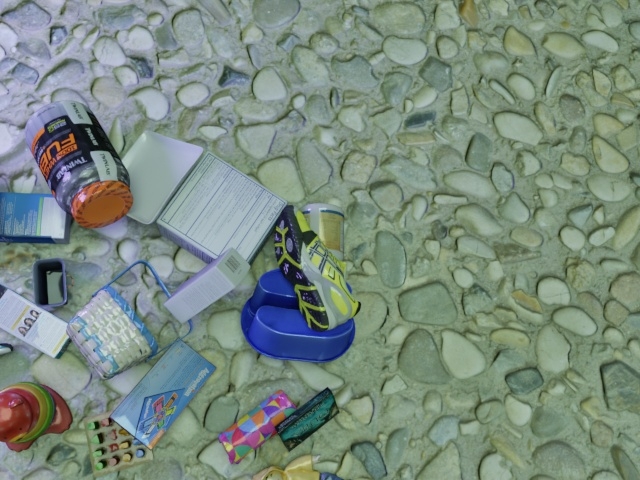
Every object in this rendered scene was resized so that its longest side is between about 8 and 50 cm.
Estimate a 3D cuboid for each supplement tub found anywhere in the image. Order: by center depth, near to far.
[{"bbox_3d":[-0.670,-0.210,1.744,0.207,0.207,0.338,-29,66,-16],"label":"supplement tub"},{"bbox_3d":[0.000,0.000,1.885,0.144,0.144,0.200,4,76,-9],"label":"supplement tub"}]

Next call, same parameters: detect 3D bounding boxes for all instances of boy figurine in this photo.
[{"bbox_3d":[-0.045,0.680,1.738,0.285,0.092,0.177,19,76,-9],"label":"boy figurine"}]

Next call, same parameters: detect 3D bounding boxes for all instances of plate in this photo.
[{"bbox_3d":[-0.501,-0.184,1.834,0.277,0.045,0.278,21,69,33],"label":"plate"}]

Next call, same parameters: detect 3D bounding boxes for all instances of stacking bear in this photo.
[{"bbox_3d":[-0.757,0.437,1.563,0.175,0.289,0.164,-23,81,-15],"label":"stacking bear"}]

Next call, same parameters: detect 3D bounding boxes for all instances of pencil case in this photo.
[{"bbox_3d":[-0.175,0.523,1.751,0.236,0.104,0.104,-34,84,-14],"label":"pencil case"}]

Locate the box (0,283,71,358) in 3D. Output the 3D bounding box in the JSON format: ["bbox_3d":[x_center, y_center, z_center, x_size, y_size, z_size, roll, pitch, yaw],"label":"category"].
[{"bbox_3d":[-0.807,0.225,1.726,0.244,0.060,0.101,31,73,-2],"label":"box"}]

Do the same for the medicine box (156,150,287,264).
[{"bbox_3d":[-0.289,-0.067,1.847,0.289,0.149,0.263,33,73,-2],"label":"medicine box"}]

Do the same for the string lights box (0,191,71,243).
[{"bbox_3d":[-0.856,-0.064,1.780,0.259,0.077,0.133,2,76,-10],"label":"string lights box"}]

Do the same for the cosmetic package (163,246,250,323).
[{"bbox_3d":[-0.313,0.126,1.718,0.085,0.231,0.117,49,31,-10],"label":"cosmetic package"}]

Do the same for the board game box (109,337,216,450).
[{"bbox_3d":[-0.432,0.420,1.730,0.145,0.027,0.281,38,59,2],"label":"board game box"}]

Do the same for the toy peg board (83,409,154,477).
[{"bbox_3d":[-0.549,0.540,1.686,0.160,0.079,0.161,-13,79,-13],"label":"toy peg board"}]

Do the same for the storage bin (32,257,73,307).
[{"bbox_3d":[-0.742,0.124,1.747,0.098,0.091,0.135,-7,78,-12],"label":"storage bin"}]

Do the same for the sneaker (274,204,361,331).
[{"bbox_3d":[-0.017,0.071,1.747,0.147,0.145,0.385,-9,65,-30],"label":"sneaker"}]

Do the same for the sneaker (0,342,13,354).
[{"bbox_3d":[-0.922,0.332,1.682,0.190,0.071,0.083,-17,86,-5],"label":"sneaker"}]

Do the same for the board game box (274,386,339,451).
[{"bbox_3d":[-0.034,0.508,1.768,0.186,0.126,0.026,-34,48,-16],"label":"board game box"}]

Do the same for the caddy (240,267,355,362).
[{"bbox_3d":[-0.058,0.224,1.806,0.341,0.179,0.241,7,53,-8],"label":"caddy"}]

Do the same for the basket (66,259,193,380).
[{"bbox_3d":[-0.528,0.220,1.709,0.289,0.201,0.255,-35,89,-29],"label":"basket"}]
